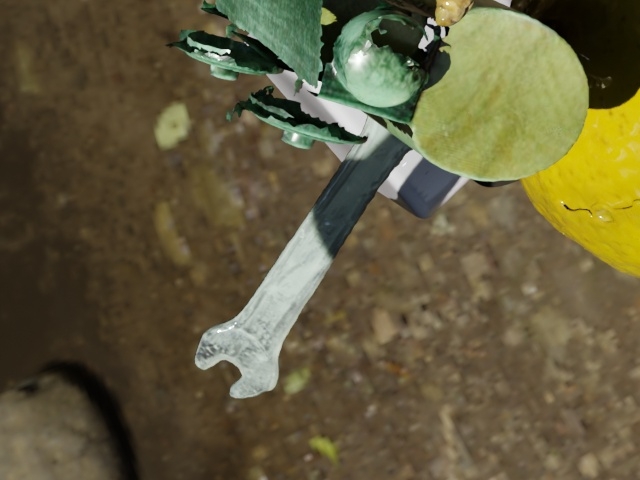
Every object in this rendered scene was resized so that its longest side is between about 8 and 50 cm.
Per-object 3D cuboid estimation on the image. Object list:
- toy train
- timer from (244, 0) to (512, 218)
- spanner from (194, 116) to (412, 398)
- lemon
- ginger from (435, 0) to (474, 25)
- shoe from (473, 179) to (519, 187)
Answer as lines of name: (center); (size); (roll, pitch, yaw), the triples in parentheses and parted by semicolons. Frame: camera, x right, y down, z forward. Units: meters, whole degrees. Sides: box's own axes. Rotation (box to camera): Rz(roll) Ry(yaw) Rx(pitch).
toy train: (0.030, -0.125, 0.991); (0.307, 0.189, 0.126); (-135, 52, -67)
timer: (0.077, -0.166, 1.670); (0.192, 0.195, 0.194); (48, 175, -25)
spanner: (0.000, 0.000, 1.333); (0.071, 0.017, 0.302); (32, 114, -6)
lemon: (0.246, -0.101, 1.135); (0.293, 0.293, 0.293); (17, 116, 39)
ginger: (0.046, -0.142, 0.841); (0.030, 0.048, 0.097); (120, 150, -68)
shoe: (0.218, -0.110, 1.824); (0.071, 0.179, 0.049); (60, 147, 17)
